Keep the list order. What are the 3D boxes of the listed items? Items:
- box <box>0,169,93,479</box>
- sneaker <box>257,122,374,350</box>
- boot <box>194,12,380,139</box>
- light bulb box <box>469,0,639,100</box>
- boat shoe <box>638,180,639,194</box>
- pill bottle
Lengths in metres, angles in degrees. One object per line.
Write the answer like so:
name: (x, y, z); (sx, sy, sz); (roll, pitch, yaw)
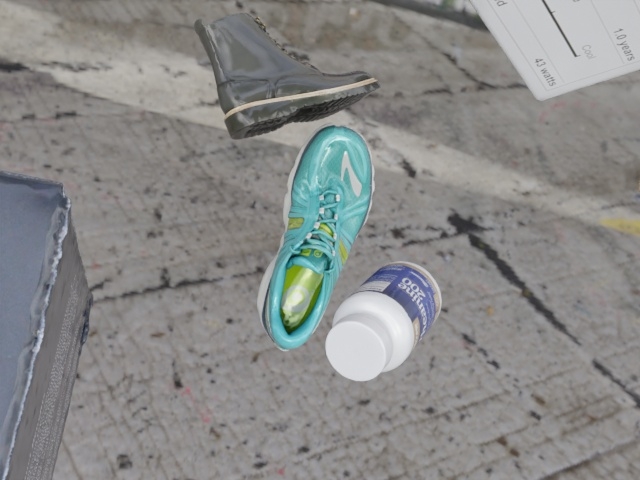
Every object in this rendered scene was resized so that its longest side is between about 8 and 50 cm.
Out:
box: (-0.486, 0.094, 0.830); (0.480, 0.472, 0.297); (11, 73, -9)
sneaker: (0.000, 0.000, 1.037); (0.107, 0.275, 0.110); (14, 6, -6)
boot: (-0.035, -0.204, 1.002); (0.198, 0.077, 0.137); (-18, 84, -34)
light bulb box: (0.231, -0.312, 0.537); (0.358, 0.361, 0.225); (37, 46, -47)
boat shoe: (0.347, -0.071, 0.736); (0.170, 0.059, 0.063); (-33, 92, -16)
pill bottle: (0.050, 0.065, 0.712); (0.067, 0.067, 0.120); (28, 27, 14)
